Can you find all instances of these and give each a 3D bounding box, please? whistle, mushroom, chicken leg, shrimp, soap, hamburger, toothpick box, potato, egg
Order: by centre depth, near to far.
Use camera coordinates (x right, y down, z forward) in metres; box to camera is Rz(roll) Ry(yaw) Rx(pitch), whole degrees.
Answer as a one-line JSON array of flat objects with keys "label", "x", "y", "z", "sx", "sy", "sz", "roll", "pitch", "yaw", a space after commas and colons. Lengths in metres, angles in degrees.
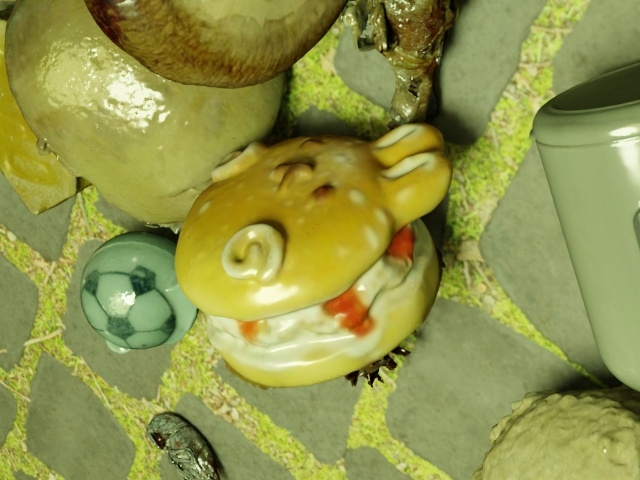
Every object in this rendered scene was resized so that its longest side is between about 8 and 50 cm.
[{"label": "toothpick box", "x": 0.325, "y": 0.008, "z": 1.006, "sx": 0.229, "sy": 0.229, "sz": 0.316, "roll": -8, "pitch": 106, "yaw": 35}, {"label": "mushroom", "x": -0.099, "y": -0.318, "z": 1.096, "sx": 0.345, "sy": 0.345, "sz": 0.239, "roll": 61, "pitch": 158, "yaw": -4}, {"label": "egg", "x": 0.278, "y": 0.277, "z": 1.143, "sx": 0.279, "sy": 0.279, "sz": 0.310, "roll": 43, "pitch": 144, "yaw": 10}, {"label": "chicken leg", "x": 0.092, "y": -0.201, "z": 1.146, "sx": 0.080, "sy": 0.125, "sz": 0.196, "roll": 35, "pitch": 166, "yaw": 30}, {"label": "hamburger", "x": 0.000, "y": 0.000, "z": 1.173, "sx": 0.302, "sy": 0.261, "sz": 0.186, "roll": -11, "pitch": 128, "yaw": 13}, {"label": "potato", "x": -0.202, "y": -0.144, "z": 1.237, "sx": 0.189, "sy": 0.264, "sz": 0.211, "roll": 5, "pitch": 76, "yaw": 48}, {"label": "whistle", "x": -0.215, "y": 0.038, "z": 1.421, "sx": 0.163, "sy": 0.163, "sz": 0.290, "roll": 37, "pitch": 125, "yaw": 14}, {"label": "soap", "x": -0.359, "y": -0.162, "z": 1.470, "sx": 0.160, "sy": 0.080, "sz": 0.257, "roll": 18, "pitch": 119, "yaw": 26}, {"label": "shrimp", "x": -0.179, "y": 0.306, "z": 1.579, "sx": 0.065, "sy": 0.056, "sz": 0.165, "roll": -45, "pitch": 73, "yaw": 22}]

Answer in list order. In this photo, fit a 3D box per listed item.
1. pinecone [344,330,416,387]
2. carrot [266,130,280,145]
[{"label": "pinecone", "x": 0.049, "y": 0.097, "z": 1.295, "sx": 0.121, "sy": 0.140, "sz": 0.140, "roll": -38, "pitch": 87, "yaw": 2}, {"label": "carrot", "x": -0.121, "y": -0.104, "z": 1.368, "sx": 0.170, "sy": 0.042, "sz": 0.042, "roll": -7, "pitch": 107, "yaw": 33}]
